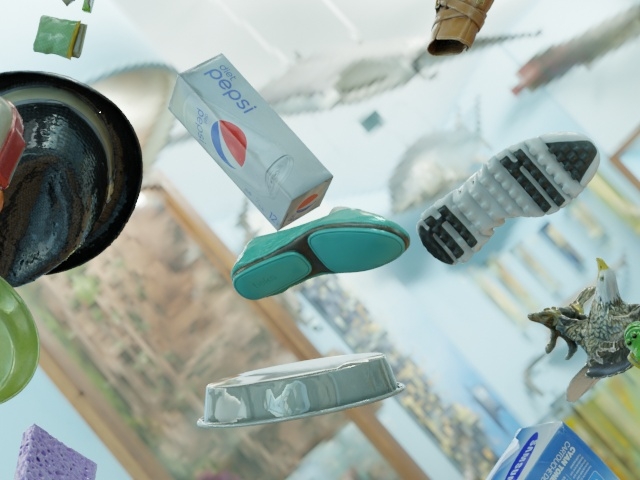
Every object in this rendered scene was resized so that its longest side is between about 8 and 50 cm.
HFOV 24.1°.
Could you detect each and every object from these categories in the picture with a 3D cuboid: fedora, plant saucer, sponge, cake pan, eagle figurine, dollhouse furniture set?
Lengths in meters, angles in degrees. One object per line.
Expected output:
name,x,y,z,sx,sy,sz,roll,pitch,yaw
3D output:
fedora,-0.392,-0.057,2.007,0.334,0.334,0.152,-47,25,24
plant saucer,-0.456,0.112,1.802,0.241,0.241,0.037,-27,-20,-51
sponge,-0.366,0.349,2.049,0.031,0.117,0.210,-41,24,20
cake pan,-0.031,0.204,2.078,0.293,0.054,0.293,-10,0,0
eagle figurine,0.475,0.127,2.311,0.298,0.225,0.226,3,56,44
dollhouse furniture set,-0.385,-0.354,2.267,0.058,0.076,0.152,106,175,-79

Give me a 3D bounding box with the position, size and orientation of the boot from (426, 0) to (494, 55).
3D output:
boot,0.166,-0.299,1.871,0.197,0.073,0.152,166,124,-78

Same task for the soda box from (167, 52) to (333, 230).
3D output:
soda box,-0.113,-0.157,2.374,0.098,0.286,0.091,-31,-19,-33

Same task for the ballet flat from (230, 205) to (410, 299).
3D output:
ballet flat,0.000,0.000,1.797,0.247,0.083,0.087,-18,37,30

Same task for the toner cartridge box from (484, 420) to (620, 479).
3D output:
toner cartridge box,0.166,0.345,1.350,0.348,0.165,0.075,-51,14,-29

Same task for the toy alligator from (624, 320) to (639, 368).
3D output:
toy alligator,0.413,0.132,1.930,0.056,0.051,0.189,-55,-10,15

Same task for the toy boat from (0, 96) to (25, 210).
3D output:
toy boat,-0.418,-0.072,1.700,0.151,0.231,0.151,52,-134,-44

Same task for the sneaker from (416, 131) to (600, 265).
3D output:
sneaker,0.258,-0.076,2.029,0.292,0.110,0.118,-30,9,39
